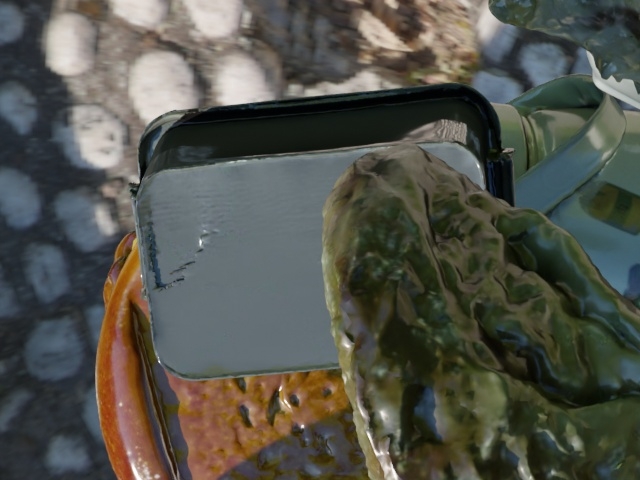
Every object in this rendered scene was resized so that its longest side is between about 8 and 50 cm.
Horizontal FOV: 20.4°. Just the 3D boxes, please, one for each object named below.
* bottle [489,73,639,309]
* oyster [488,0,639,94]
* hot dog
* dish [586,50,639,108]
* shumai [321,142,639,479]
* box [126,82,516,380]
[{"bbox_3d":[0.215,-0.033,1.550,0.352,0.229,0.229,11,97,-12],"label":"bottle"},{"bbox_3d":[0.260,-0.152,1.056,0.355,0.107,0.201,-7,102,32],"label":"oyster"},{"bbox_3d":[-0.052,0.125,1.368,0.223,0.185,0.405,-15,88,0],"label":"hot dog"},{"bbox_3d":[0.268,-0.178,1.378,0.182,0.243,0.080,24,139,-18],"label":"dish"},{"bbox_3d":[0.053,0.032,0.399,0.087,0.099,0.123,-16,95,9],"label":"shumai"},{"bbox_3d":[0.000,0.000,1.059,0.243,0.135,0.163,-4,102,4],"label":"box"}]
